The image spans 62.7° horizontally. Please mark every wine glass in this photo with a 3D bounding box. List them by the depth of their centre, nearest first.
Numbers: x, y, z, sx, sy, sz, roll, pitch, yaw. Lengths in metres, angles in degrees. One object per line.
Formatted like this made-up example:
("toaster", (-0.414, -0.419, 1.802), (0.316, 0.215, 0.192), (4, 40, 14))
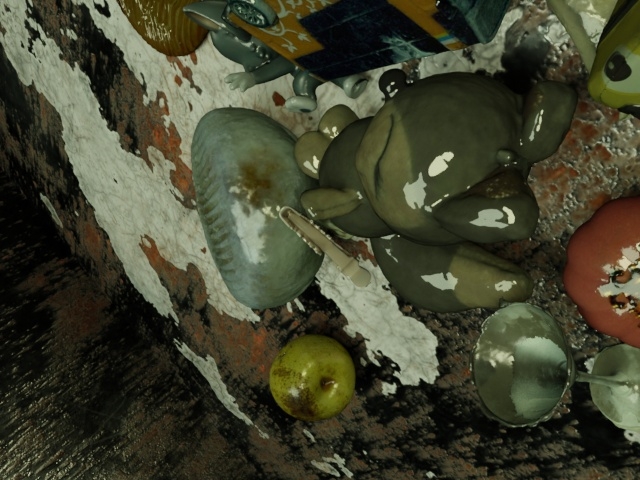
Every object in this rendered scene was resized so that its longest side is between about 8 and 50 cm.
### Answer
("wine glass", (0.325, 0.170, 0.666), (0.232, 0.156, 0.156), (15, 149, -26))

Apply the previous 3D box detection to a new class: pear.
("pear", (-0.022, 0.310, 1.202), (0.197, 0.197, 0.197), (28, 137, 30))

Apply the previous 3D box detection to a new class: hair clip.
("hair clip", (0.000, 0.000, 0.801), (0.226, 0.034, 0.072), (40, -176, -43))

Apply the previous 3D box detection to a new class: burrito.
("burrito", (0.267, -0.252, 0.535), (0.275, 0.059, 0.082), (54, 137, -1))

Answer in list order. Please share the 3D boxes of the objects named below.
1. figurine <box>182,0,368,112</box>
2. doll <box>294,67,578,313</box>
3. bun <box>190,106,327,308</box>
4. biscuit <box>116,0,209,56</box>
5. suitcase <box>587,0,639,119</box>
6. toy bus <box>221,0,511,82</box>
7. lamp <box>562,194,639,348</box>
("figurine", (-0.063, -0.284, 0.781), (0.265, 0.193, 0.140), (23, 134, 17))
("doll", (0.177, -0.059, 0.697), (0.378, 0.252, 0.382), (36, 166, -31))
("bun", (-0.106, -0.064, 0.941), (0.362, 0.211, 0.362), (162, 90, -73))
("biscuit", (-0.314, -0.502, 0.978), (0.317, 0.040, 0.318), (29, 138, 29))
("suitcase", (0.343, -0.173, 0.389), (0.193, 0.143, 0.235), (24, 168, 3))
("toy bus", (0.045, -0.292, 0.564), (0.194, 0.162, 0.323), (26, 173, -32))
("lamp", (0.365, 0.036, 0.577), (0.182, 0.140, 0.182), (5, 105, 20))
